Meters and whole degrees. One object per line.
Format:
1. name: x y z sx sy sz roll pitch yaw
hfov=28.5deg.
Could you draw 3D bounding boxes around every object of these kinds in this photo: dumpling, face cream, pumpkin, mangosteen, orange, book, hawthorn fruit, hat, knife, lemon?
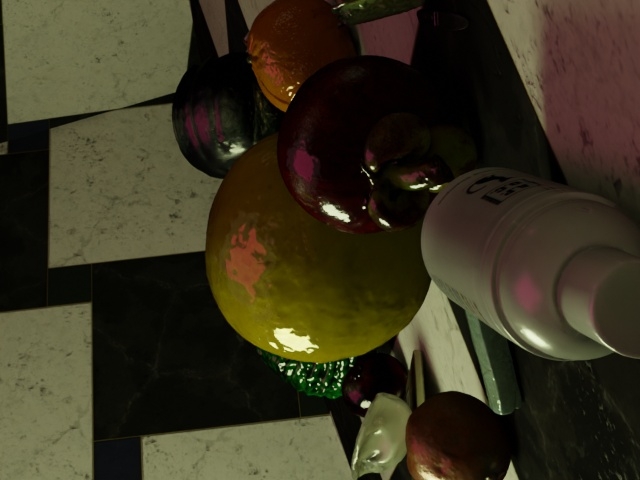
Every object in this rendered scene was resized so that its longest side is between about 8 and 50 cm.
1. dumpling: 0.102 0.334 2.103 0.092 0.150 0.176 32 160 8
2. face cream: 0.200 0.024 1.050 0.370 0.145 0.145 -146 40 -76
3. pumpkin: -0.105 -0.180 2.134 0.296 0.296 0.295 163 90 -82
4. mangosteen: 0.110 0.280 2.350 0.140 0.140 0.140 163 90 -82
5. orange: -0.030 -0.281 1.924 0.193 0.161 0.193 159 90 -86
6. book: 0.170 0.369 2.156 0.217 0.021 0.310 90 178 -65
7. hawthorn fruit: 0.203 0.294 1.730 0.189 0.149 0.149 36 156 22
8. hat: 0.015 0.118 2.456 0.274 0.242 0.332 40 128 39
9. knife: 0.135 -0.244 1.395 0.170 0.010 0.023 -138 32 -72
10. mangosteen: 0.075 -0.105 1.472 0.257 0.215 0.215 23 135 48
11. lemon: 0.000 0.000 1.736 0.348 0.348 0.348 163 90 -82

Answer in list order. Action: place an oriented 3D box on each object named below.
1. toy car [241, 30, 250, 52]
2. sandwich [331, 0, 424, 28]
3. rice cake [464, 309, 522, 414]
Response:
1. toy car: -0.067 -0.344 2.311 0.112 0.112 0.139 53 176 19
2. sandwich: 0.038 -0.362 1.405 0.122 0.128 0.235 92 161 -78
3. rice cake: 0.204 0.100 1.560 0.045 0.042 0.245 -143 37 -72
